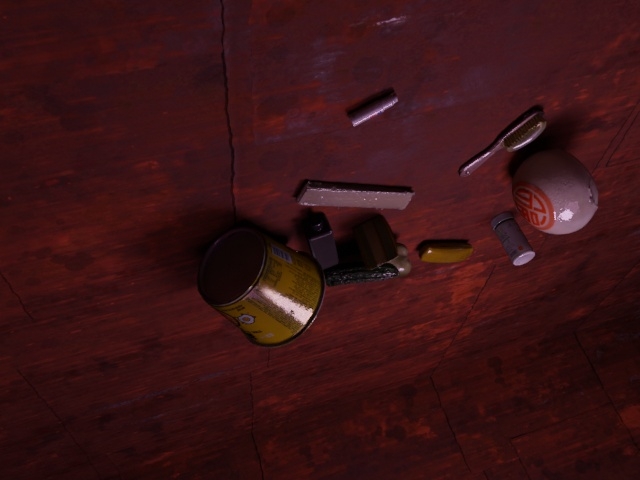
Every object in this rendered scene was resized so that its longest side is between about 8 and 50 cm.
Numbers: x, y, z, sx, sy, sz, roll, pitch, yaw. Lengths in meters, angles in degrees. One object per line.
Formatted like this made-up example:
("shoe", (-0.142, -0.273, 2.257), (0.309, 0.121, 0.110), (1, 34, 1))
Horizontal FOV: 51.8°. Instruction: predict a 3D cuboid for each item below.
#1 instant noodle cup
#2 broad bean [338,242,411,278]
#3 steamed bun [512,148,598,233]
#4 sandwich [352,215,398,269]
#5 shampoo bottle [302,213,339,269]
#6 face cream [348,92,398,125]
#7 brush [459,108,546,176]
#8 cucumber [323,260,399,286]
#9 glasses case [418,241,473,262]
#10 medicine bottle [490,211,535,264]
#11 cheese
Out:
("instant noodle cup", (-0.185, 0.123, 1.918), (0.325, 0.326, 0.254), (-32, 140, 17))
("broad bean", (0.175, 0.076, 2.251), (0.263, 0.121, 0.189), (-4, 169, -1))
("steamed bun", (0.716, -0.139, 2.073), (0.177, 0.283, 0.283), (-32, 152, -15))
("sandwich", (0.193, 0.031, 2.120), (0.117, 0.187, 0.144), (-27, 143, 10))
("shampoo bottle", (0.000, 0.000, 2.042), (0.079, 0.080, 0.246), (-21, 149, -4))
("face cream", (0.134, -0.330, 1.649), (0.130, 0.034, 0.034), (-27, 149, 7))
("brush", (0.545, -0.274, 1.976), (0.313, 0.067, 0.072), (-38, 147, 29))
("cucumber", (0.121, 0.102, 2.133), (0.265, 0.077, 0.077), (-9, 152, 12))
("glasses case", (0.460, 0.043, 2.420), (0.234, 0.064, 0.079), (0, 142, -32))
("medicine bottle", (0.691, -0.007, 2.371), (0.086, 0.183, 0.086), (-16, 150, -10))
("cheese", (0.111, -0.130, 1.952), (0.400, 0.034, 0.085), (1, 143, -34))
